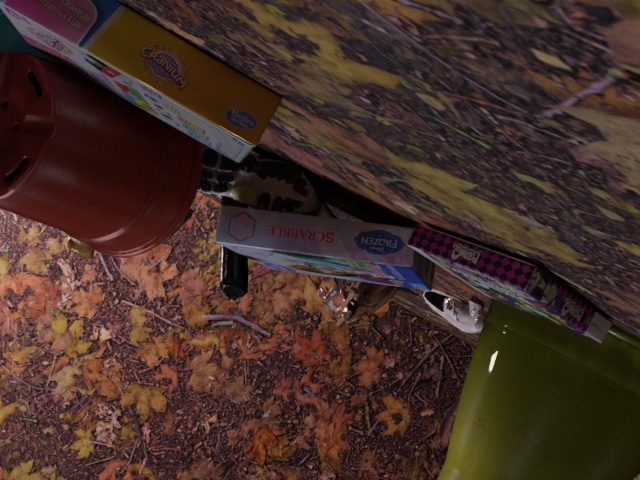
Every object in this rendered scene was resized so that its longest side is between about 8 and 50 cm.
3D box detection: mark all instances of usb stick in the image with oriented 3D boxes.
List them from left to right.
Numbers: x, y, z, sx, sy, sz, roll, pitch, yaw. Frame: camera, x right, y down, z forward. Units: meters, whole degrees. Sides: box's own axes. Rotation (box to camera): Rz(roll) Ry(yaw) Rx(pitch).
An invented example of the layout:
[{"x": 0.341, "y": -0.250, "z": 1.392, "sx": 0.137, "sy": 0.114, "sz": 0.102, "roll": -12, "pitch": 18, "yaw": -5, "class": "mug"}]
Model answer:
[{"x": -0.155, "y": -0.031, "z": 1.559, "sx": 0.045, "sy": 0.278, "sz": 0.077, "roll": -8, "pitch": 153, "yaw": 12, "class": "usb stick"}]

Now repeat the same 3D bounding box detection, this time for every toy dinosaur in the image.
[{"x": 0.099, "y": 0.103, "z": 1.809, "sx": 0.127, "sy": 0.200, "sz": 0.295, "roll": 26, "pitch": 176, "yaw": 30, "class": "toy dinosaur"}]

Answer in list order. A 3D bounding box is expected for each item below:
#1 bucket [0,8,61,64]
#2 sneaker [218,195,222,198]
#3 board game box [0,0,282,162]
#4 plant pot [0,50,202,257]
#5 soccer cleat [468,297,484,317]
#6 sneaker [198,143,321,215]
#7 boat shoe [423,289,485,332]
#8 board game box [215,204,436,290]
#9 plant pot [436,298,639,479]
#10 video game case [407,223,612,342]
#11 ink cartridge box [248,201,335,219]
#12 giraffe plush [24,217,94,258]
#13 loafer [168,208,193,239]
[{"x": -0.513, "y": -0.276, "z": 1.363, "sx": 0.281, "sy": 0.183, "sz": 0.281, "roll": 28, "pitch": 176, "yaw": 2, "class": "bucket"}, {"x": -0.155, "y": -0.105, "z": 1.965, "sx": 0.185, "sy": 0.070, "sz": 0.084, "roll": 23, "pitch": 169, "yaw": -11, "class": "sneaker"}, {"x": -0.210, "y": -0.204, "z": 1.031, "sx": 0.316, "sy": 0.064, "sz": 0.242, "roll": 29, "pitch": 176, "yaw": -9, "class": "board game box"}, {"x": -0.354, "y": -0.127, "z": 1.220, "sx": 0.272, "sy": 0.273, "sz": 0.265, "roll": 26, "pitch": -176, "yaw": 30, "class": "plant pot"}, {"x": 0.340, "y": 0.149, "z": 1.912, "sx": 0.029, "sy": 0.036, "sz": 0.083, "roll": 27, "pitch": 176, "yaw": 24, "class": "soccer cleat"}, {"x": -0.123, "y": -0.103, "z": 1.467, "sx": 0.279, "sy": 0.107, "sz": 0.118, "roll": 27, "pitch": -179, "yaw": 23, "class": "sneaker"}, {"x": 0.324, "y": 0.166, "z": 2.117, "sx": 0.063, "sy": 0.066, "sz": 0.184, "roll": 31, "pitch": -175, "yaw": -42, "class": "boat shoe"}, {"x": 0.023, "y": 0.018, "z": 1.481, "sx": 0.317, "sy": 0.066, "sz": 0.318, "roll": 7, "pitch": 172, "yaw": 15, "class": "board game box"}, {"x": 0.374, "y": 0.308, "z": 1.426, "sx": 0.366, "sy": 0.353, "sz": 0.366, "roll": 28, "pitch": 176, "yaw": 2, "class": "plant pot"}, {"x": 0.267, "y": 0.059, "z": 1.240, "sx": 0.210, "sy": 0.042, "sz": 0.232, "roll": 30, "pitch": 176, "yaw": -39, "class": "video game case"}, {"x": -0.076, "y": -0.059, "z": 1.780, "sx": 0.193, "sy": 0.088, "sz": 0.235, "roll": 29, "pitch": 175, "yaw": 14, "class": "ink cartridge box"}, {"x": -0.459, "y": -0.086, "z": 1.512, "sx": 0.170, "sy": 0.182, "sz": 0.210, "roll": 13, "pitch": -151, "yaw": -11, "class": "giraffe plush"}, {"x": -0.314, "y": -0.057, "z": 1.619, "sx": 0.096, "sy": 0.084, "sz": 0.267, "roll": 27, "pitch": 176, "yaw": 17, "class": "loafer"}]
